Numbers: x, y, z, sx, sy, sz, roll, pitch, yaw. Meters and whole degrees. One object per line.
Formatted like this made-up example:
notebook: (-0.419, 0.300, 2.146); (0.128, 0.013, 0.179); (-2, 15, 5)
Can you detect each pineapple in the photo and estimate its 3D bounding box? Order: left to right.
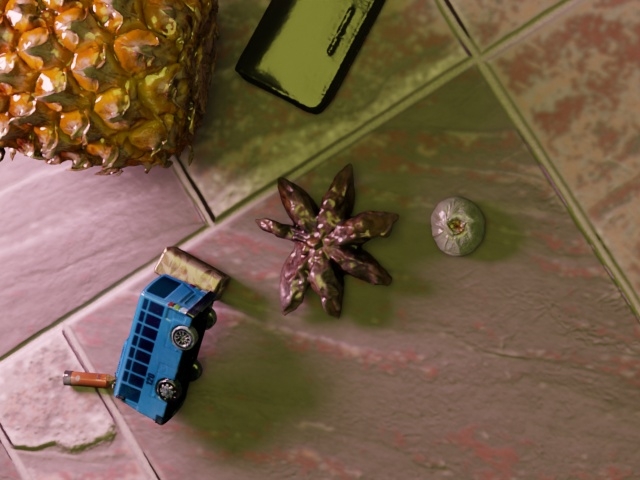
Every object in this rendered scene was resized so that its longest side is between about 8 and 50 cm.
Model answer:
pineapple: (-0.293, -0.247, 1.846); (0.300, 0.352, 0.352); (9, 89, -1)

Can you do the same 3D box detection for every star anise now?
star anise: (0.016, 0.000, 1.906); (0.196, 0.073, 0.212); (-16, 88, 10)

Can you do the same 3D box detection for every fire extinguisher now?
fire extinguisher: (-0.325, 0.197, 1.975); (0.083, 0.022, 0.028); (3, 58, 9)

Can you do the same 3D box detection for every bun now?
bun: (0.188, -0.019, 1.894); (0.083, 0.045, 0.083); (0, 90, 13)

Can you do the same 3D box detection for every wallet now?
wallet: (-0.004, -0.311, 1.938); (0.149, 0.044, 0.250); (30, 92, 5)

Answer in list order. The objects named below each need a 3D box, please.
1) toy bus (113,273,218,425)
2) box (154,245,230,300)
toy bus: (-0.215, 0.149, 1.899); (0.106, 0.090, 0.185); (22, 114, 9)
box: (-0.179, 0.047, 1.938); (0.098, 0.062, 0.045); (28, 93, 10)
